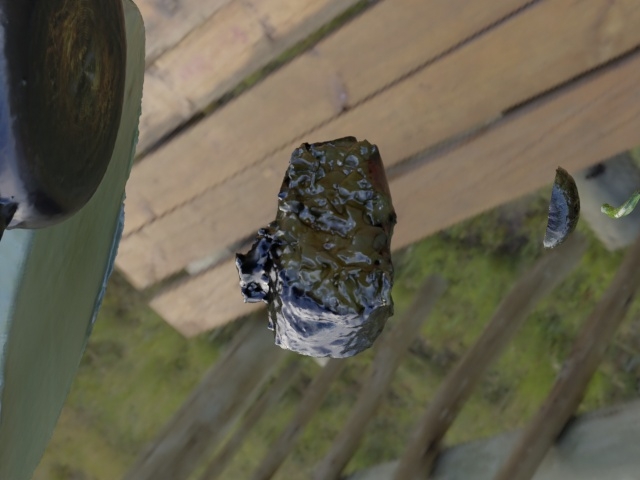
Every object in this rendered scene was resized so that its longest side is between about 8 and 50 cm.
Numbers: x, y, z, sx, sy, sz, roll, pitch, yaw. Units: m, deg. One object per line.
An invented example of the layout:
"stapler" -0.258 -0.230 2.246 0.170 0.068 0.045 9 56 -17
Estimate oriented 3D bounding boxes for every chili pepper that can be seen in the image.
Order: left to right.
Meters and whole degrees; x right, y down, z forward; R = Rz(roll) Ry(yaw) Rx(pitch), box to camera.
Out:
"chili pepper" 0.376 -0.044 1.717 0.017 0.030 0.083 3 173 -20

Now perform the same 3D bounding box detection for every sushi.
"sushi" 0.000 0.000 1.283 0.147 0.212 0.115 4 140 4

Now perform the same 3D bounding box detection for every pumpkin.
"pumpkin" 0.227 -0.028 1.274 0.028 0.050 0.083 8 123 19

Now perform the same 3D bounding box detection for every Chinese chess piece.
"Chinese chess piece" -0.214 -0.004 0.830 0.146 0.349 0.349 15 143 -1

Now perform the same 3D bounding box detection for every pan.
"pan" -0.109 -0.018 0.439 0.040 0.212 0.115 11 151 14
